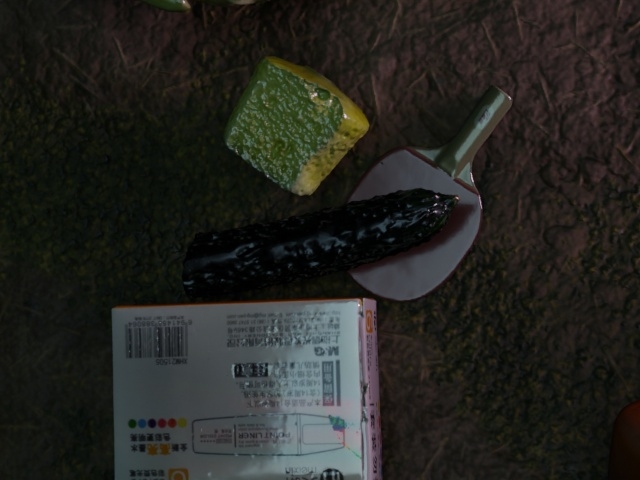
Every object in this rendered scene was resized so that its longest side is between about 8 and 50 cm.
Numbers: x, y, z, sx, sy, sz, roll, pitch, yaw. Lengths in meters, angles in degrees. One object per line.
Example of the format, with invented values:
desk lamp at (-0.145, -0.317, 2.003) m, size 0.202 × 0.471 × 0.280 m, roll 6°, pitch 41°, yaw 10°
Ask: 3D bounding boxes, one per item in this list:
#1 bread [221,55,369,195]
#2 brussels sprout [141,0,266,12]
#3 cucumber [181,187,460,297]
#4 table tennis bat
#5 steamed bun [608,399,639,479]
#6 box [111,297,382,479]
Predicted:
bread at (-0.024, -0.118, 1.641) m, size 0.129 × 0.111 × 0.114 m, roll 37°, pitch 99°, yaw 12°
brussels sprout at (-0.140, -0.385, 1.616) m, size 0.371 × 0.276 × 0.315 m, roll -4°, pitch 98°, yaw 20°
cucumber at (0.001, 0.002, 1.632) m, size 0.300 × 0.072 × 0.072 m, roll -12°, pitch 83°, yaw 19°
table tennis bat at (0.114, -0.050, 1.649) m, size 0.138 × 0.022 × 0.246 m, roll 38°, pitch 97°, yaw 14°
steamed bun at (0.434, 0.261, 1.398) m, size 0.379 × 0.248 × 0.235 m, roll 5°, pitch 109°, yaw 15°
box at (-0.073, 0.168, 1.638) m, size 0.273 × 0.091 × 0.221 m, roll -1°, pitch 86°, yaw 14°
